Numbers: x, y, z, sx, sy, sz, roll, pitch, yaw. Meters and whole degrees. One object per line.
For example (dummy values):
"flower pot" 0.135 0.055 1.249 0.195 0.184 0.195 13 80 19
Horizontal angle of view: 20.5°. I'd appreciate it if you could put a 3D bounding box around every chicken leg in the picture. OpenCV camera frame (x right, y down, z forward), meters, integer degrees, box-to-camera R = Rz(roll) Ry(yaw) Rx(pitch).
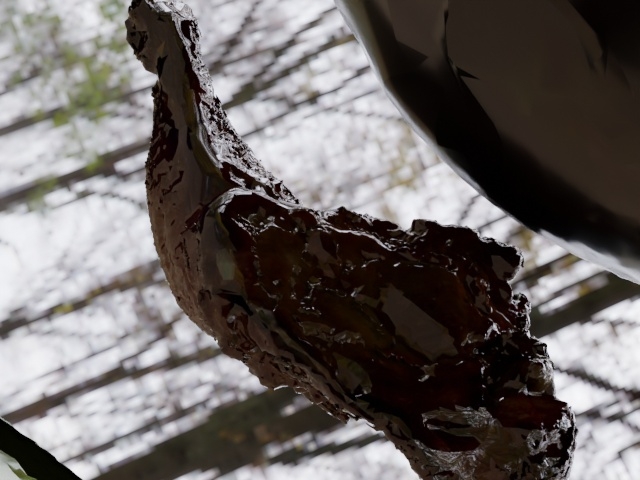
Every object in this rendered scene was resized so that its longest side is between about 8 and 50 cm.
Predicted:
"chicken leg" -0.003 0.005 0.541 0.205 0.093 0.053 40 -27 10

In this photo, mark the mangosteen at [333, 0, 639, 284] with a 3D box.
"mangosteen" 0.159 -0.129 0.509 0.306 0.359 0.306 -2 -93 37

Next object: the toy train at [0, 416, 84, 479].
"toy train" -0.117 0.092 0.351 0.307 0.189 0.126 32 -4 25
